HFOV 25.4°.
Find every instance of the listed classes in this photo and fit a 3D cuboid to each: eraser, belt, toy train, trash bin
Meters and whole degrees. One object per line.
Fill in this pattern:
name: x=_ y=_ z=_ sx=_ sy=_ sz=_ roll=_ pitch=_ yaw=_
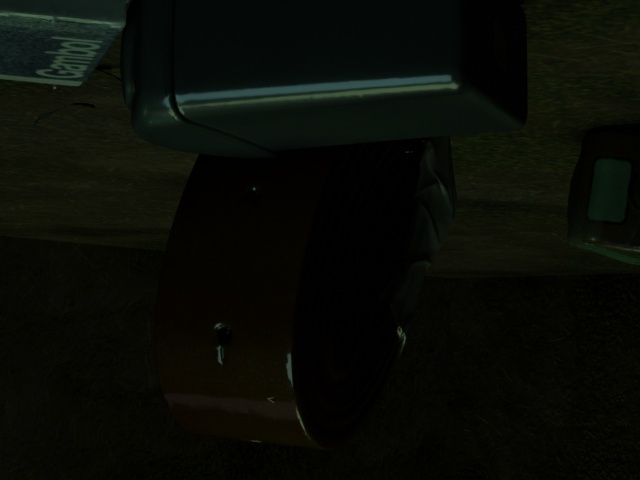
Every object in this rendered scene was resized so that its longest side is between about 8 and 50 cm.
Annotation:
eraser: x=-0.182 y=-0.140 z=0.905 sx=0.092 sy=0.046 sz=0.212 roll=4 pitch=175 yaw=-16
belt: x=0.000 y=0.000 z=1.054 sx=0.122 sy=0.339 sz=0.217 roll=3 pitch=136 yaw=23
toy train: x=0.345 y=-0.036 z=1.438 sx=0.159 sy=0.129 sz=0.326 roll=7 pitch=178 yaw=27
trash bin: x=-0.004 y=-0.111 z=0.873 sx=0.236 sy=0.101 sz=0.177 roll=-2 pitch=173 yaw=22

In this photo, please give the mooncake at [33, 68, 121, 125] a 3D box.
mooncake: x=-0.300 y=-0.129 z=1.041 sx=0.150 sy=0.057 sz=0.347 roll=14 pitch=-176 yaw=27
